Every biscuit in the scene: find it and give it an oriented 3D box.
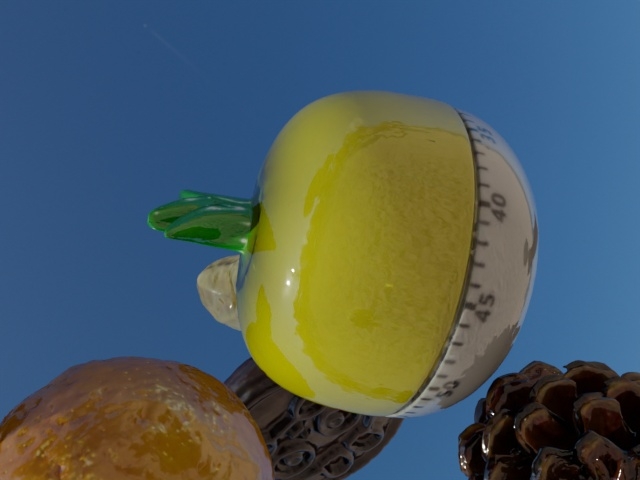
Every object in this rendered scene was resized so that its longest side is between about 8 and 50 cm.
[{"bbox_3d":[-0.016,0.334,1.078,0.408,0.091,0.407,-15,-51,-19],"label":"biscuit"}]

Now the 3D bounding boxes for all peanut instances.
[{"bbox_3d":[-0.077,0.082,0.998,0.174,0.340,0.158,-12,-97,-35],"label":"peanut"}]

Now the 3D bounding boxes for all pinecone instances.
[{"bbox_3d":[0.232,0.203,0.498,0.222,0.221,0.221,-7,-78,-36],"label":"pinecone"}]

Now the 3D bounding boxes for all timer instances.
[{"bbox_3d":[0.000,0.000,0.481,0.285,0.285,0.284,-7,-78,-36],"label":"timer"}]

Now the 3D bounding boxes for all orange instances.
[{"bbox_3d":[-0.206,0.301,0.652,0.340,0.293,0.340,-45,-31,-36],"label":"orange"}]
